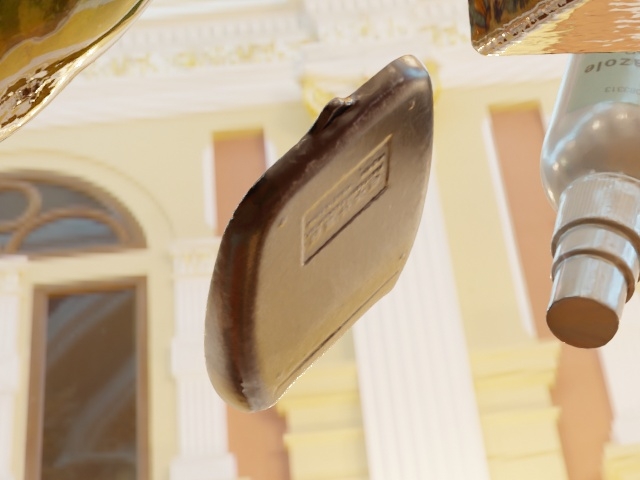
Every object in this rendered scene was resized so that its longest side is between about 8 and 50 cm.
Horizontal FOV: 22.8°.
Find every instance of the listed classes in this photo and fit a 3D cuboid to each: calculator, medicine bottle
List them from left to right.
[{"bbox_3d":[0.000,0.000,0.907,0.177,0.040,0.268,-44,-22,-23],"label":"calculator"},{"bbox_3d":[0.210,-0.064,1.096,0.110,0.352,0.110,11,-46,12],"label":"medicine bottle"}]

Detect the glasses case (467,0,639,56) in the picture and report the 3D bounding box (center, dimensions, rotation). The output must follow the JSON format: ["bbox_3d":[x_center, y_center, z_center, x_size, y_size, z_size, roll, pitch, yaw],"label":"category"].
[{"bbox_3d":[0.092,-0.076,0.265,0.075,0.049,0.218,-3,-4,-13],"label":"glasses case"}]

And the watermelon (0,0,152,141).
[{"bbox_3d":[-0.177,-0.145,0.592,0.269,0.269,0.269,-3,-41,-3],"label":"watermelon"}]
